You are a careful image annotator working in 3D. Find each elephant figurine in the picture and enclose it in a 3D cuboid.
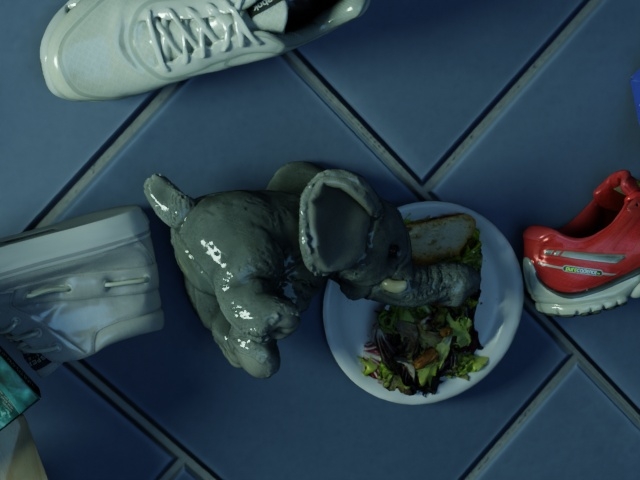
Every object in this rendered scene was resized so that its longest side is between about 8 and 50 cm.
[{"bbox_3d":[0.000,0.000,1.408,0.239,0.169,0.186,-30,143,-16],"label":"elephant figurine"}]

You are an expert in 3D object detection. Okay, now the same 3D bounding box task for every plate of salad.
[{"bbox_3d":[0.101,0.063,1.501,0.199,0.048,0.200,-4,104,-15],"label":"plate of salad"}]

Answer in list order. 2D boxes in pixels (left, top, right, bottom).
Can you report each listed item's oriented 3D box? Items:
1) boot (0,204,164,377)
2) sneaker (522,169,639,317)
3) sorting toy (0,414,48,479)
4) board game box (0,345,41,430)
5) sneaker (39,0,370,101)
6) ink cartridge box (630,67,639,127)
[{"bbox_3d":[-0.254,0.060,1.340,0.258,0.095,0.123,-16,100,-19],"label":"boot"},{"bbox_3d":[0.323,-0.017,1.552,0.279,0.107,0.118,-21,104,-16],"label":"sneaker"},{"bbox_3d":[-0.297,0.216,1.346,0.132,0.046,0.274,-22,107,-15],"label":"sorting toy"},{"bbox_3d":[-0.329,0.095,1.264,0.126,0.026,0.186,-38,110,-1],"label":"board game box"},{"bbox_3d":[-0.093,-0.187,1.340,0.292,0.118,0.110,-20,110,-15],"label":"sneaker"},{"bbox_3d":[0.409,-0.115,1.567,0.207,0.046,0.097,7,60,-23],"label":"ink cartridge box"}]
